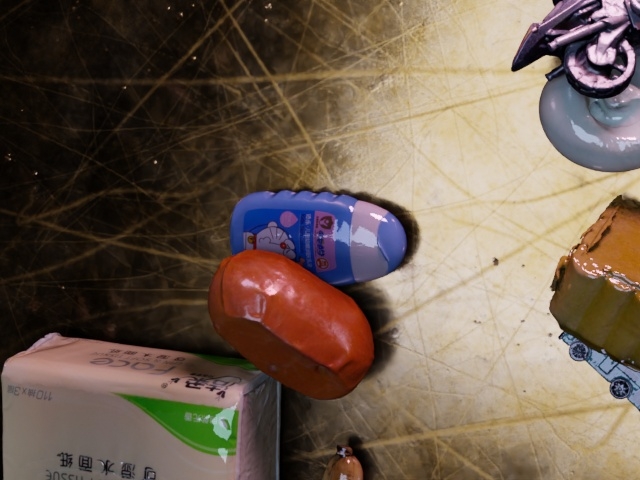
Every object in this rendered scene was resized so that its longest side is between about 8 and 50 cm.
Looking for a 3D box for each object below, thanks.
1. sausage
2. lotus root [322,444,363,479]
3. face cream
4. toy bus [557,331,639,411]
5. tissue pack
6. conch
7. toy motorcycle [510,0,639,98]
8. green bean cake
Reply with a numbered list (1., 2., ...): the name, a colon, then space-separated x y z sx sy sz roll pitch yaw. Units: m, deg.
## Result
1. sausage: -0.045 0.122 1.744 0.268 0.141 0.153 36 136 -10
2. lotus root: 0.033 0.384 1.818 0.072 0.063 0.152 27 111 54
3. face cream: 0.000 0.000 1.782 0.264 0.083 0.149 3 109 19
4. toy bus: 0.417 0.159 1.654 0.160 0.079 0.092 44 106 12
5. tissue pack: -0.275 0.339 1.848 0.405 0.205 0.331 5 101 20
6. conch: 0.405 -0.179 1.604 0.221 0.121 0.185 5 83 16
7. toy motorcycle: 0.371 -0.326 1.578 0.173 0.108 0.307 22 71 16
8. green bean cake: 0.431 0.064 1.561 0.230 0.224 0.131 29 130 16
